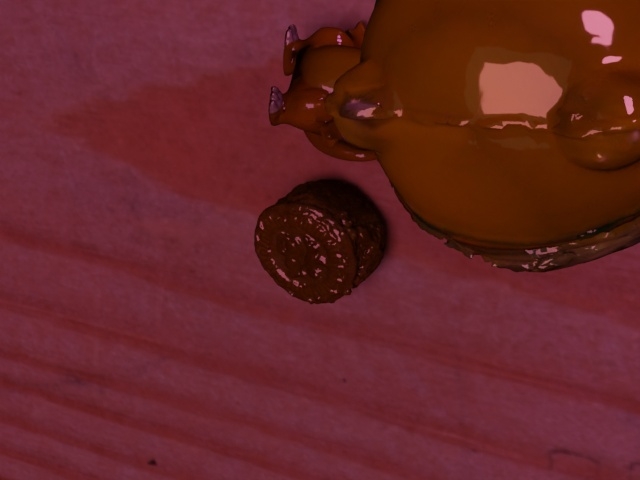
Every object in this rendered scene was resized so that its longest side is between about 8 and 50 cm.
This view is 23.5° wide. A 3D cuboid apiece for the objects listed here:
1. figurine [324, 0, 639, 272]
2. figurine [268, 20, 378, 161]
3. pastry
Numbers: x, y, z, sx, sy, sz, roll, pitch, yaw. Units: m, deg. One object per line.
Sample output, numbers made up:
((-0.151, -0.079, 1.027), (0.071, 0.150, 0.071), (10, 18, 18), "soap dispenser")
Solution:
((0.157, -0.119, 0.929), (0.323, 0.340, 0.232), (5, 114, 27), "figurine")
((0.055, -0.101, 1.167), (0.176, 0.121, 0.122), (-1, 139, 21), "figurine")
((0.000, 0.000, 1.256), (0.109, 0.057, 0.097), (-4, 114, 35), "pastry")
